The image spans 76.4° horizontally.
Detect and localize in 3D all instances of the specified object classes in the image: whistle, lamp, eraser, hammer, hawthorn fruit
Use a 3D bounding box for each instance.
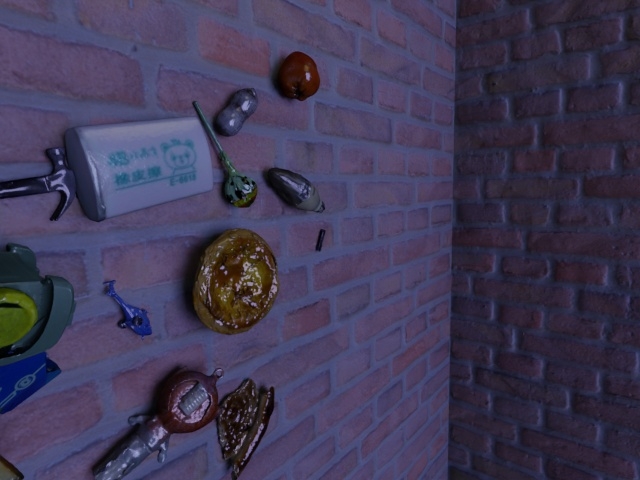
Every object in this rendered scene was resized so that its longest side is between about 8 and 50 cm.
[{"bbox_3d":[-0.370,0.434,0.979,0.346,0.133,0.142,-40,108,-32],"label":"whistle"},{"bbox_3d":[-0.074,-0.158,1.303,0.250,0.101,0.101,35,67,-44],"label":"lamp"},{"bbox_3d":[-0.390,-0.170,0.909,0.289,0.104,0.189,-27,111,-47],"label":"eraser"},{"bbox_3d":[-0.589,-0.079,0.719,0.289,0.037,0.137,-25,111,-48],"label":"hammer"},{"bbox_3d":[-0.063,-0.510,1.262,0.132,0.132,0.138,19,69,-50],"label":"hawthorn fruit"}]

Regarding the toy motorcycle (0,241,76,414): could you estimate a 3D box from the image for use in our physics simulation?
[{"bbox_3d":[-0.550,0.181,0.705,0.199,0.191,0.327,-1,113,-59],"label":"toy motorcycle"}]

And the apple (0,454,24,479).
[{"bbox_3d":[-0.644,0.424,0.585,0.346,0.179,0.254,-38,139,-32],"label":"apple"}]

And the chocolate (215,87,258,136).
[{"bbox_3d":[-0.227,-0.353,1.116,0.072,0.072,0.167,50,56,-41],"label":"chocolate"}]

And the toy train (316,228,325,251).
[{"bbox_3d":[0.000,0.000,1.476,0.017,0.017,0.084,27,72,-47],"label":"toy train"}]

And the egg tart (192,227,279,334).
[{"bbox_3d":[-0.239,0.108,1.114,0.290,0.115,0.291,-3,93,-51],"label":"egg tart"}]

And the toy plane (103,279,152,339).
[{"bbox_3d":[-0.436,0.160,0.930,0.062,0.053,0.167,-78,150,-51],"label":"toy plane"}]

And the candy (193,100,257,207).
[{"bbox_3d":[-0.266,-0.225,1.096,0.091,0.083,0.306,-37,114,-23],"label":"candy"}]

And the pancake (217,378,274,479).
[{"bbox_3d":[-0.212,0.552,1.236,0.212,0.056,0.258,-17,107,-49],"label":"pancake"}]
